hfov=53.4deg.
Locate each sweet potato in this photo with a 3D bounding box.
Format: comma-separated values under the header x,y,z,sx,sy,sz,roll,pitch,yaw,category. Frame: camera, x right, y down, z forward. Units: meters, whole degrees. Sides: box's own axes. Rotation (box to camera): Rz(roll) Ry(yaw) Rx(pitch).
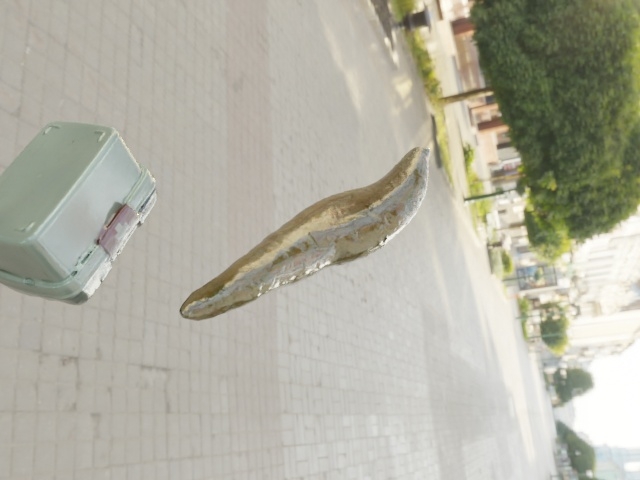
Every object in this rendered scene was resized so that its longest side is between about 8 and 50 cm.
x,y,z,sx,sy,sz,roll,pitch,yaw,category
-0.002,0.001,0.497,0.059,0.249,0.069,58,-25,5,sweet potato

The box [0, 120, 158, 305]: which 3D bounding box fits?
x,y,z,sx,sy,sz,roll,pitch,yaw,category
-0.310,-0.037,0.774,0.129,0.148,0.210,71,36,-49,box
